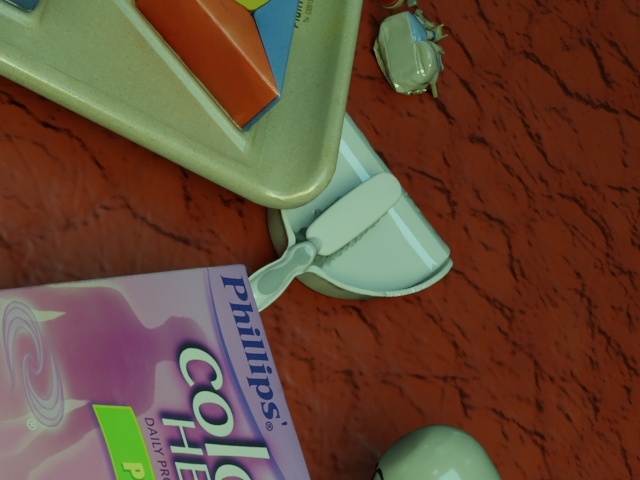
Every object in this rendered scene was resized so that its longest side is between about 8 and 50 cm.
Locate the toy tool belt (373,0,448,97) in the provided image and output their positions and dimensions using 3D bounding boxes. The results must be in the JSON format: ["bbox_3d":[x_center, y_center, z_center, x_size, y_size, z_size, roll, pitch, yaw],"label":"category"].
[{"bbox_3d":[0.066,-0.147,1.084,0.051,0.052,0.083,6,68,-62],"label":"toy tool belt"}]

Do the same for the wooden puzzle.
[{"bbox_3d":[-0.120,-0.220,0.955,0.347,0.080,0.322,24,53,-20],"label":"wooden puzzle"}]

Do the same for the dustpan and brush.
[{"bbox_3d":[0.000,0.000,0.974,0.211,0.060,0.147,-39,93,-35],"label":"dustpan and brush"}]

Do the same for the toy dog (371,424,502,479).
[{"bbox_3d":[0.087,0.288,0.857,0.161,0.220,0.334,-26,76,-3],"label":"toy dog"}]

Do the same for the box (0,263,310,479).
[{"bbox_3d":[-0.130,0.138,0.778,0.243,0.117,0.214,-5,73,-47],"label":"box"}]
